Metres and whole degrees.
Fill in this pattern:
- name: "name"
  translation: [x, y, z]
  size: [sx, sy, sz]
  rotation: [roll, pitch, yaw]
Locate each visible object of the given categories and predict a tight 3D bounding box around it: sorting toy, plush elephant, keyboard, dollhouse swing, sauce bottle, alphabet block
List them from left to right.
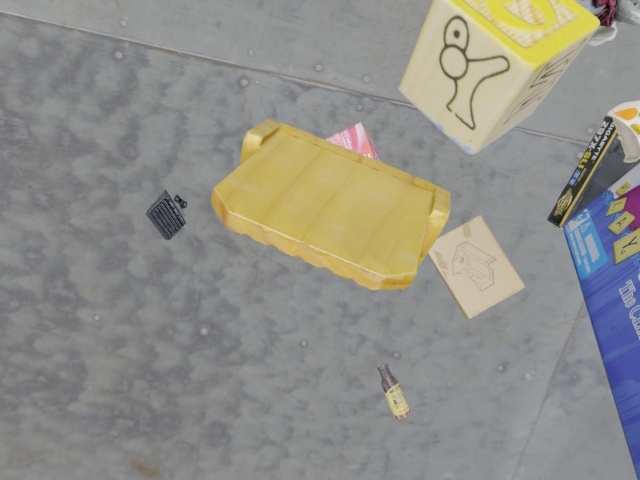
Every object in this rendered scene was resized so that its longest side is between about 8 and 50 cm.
- name: "keyboard"
  translation: [-0.390, -0.070, 1.256]
  size: [0.023, 0.180, 0.108]
  rotation: [32, 71, 10]
- name: "dollhouse swing"
  translation: [0.000, 0.000, 0.809]
  size: [0.347, 0.304, 0.315]
  rotation: [23, 140, 4]
- name: "sauce bottle"
  translation: [0.165, 0.344, 1.099]
  size: [0.042, 0.042, 0.128]
  rotation: [-24, 90, 1]
- name: "alphabet block"
  translation: [0.275, -0.295, 0.776]
  size: [0.193, 0.197, 0.192]
  rotation: [-36, 74, -25]
- name: "plush elephant"
  translation: [0.810, -0.674, 1.373]
  size: [0.256, 0.329, 0.271]
  rotation: [7, 135, 0]
- name: "sorting toy"
  translation: [0.430, -0.153, 0.626]
  size: [0.075, 0.045, 0.083]
  rotation: [-40, 118, 0]

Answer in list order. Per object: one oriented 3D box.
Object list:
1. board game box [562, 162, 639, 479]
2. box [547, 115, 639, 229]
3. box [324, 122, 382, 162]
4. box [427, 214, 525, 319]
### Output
- name: "board game box"
  translation: [0.315, -0.016, 0.286]
  size: [0.066, 0.318, 0.318]
  rotation: [35, 125, -6]
- name: "box"
  translation: [0.714, -0.093, 1.058]
  size: [0.322, 0.079, 0.257]
  rotation: [21, 108, -8]
- name: "box"
  translation: [0.125, -0.186, 1.485]
  size: [0.154, 0.142, 0.299]
  rotation: [-22, 76, 17]
- name: "box"
  translation: [0.363, 0.062, 1.137]
  size: [0.165, 0.021, 0.201]
  rotation: [-27, 81, -10]
